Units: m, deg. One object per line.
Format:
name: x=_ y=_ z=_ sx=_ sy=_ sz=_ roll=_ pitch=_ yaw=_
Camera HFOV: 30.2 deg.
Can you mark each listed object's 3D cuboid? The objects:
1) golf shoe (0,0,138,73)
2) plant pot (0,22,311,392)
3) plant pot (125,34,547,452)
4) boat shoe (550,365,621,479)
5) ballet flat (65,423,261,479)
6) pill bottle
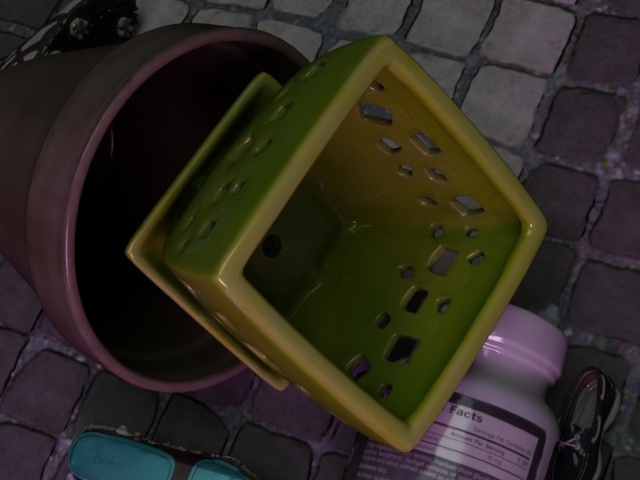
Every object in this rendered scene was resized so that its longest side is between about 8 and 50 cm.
golf shoe: x=-0.313 y=-0.182 z=1.287 sx=0.120 sy=0.105 sz=0.273 roll=32 pitch=79 yaw=33
plant pot: x=-0.183 y=-0.057 z=1.105 sx=0.280 sy=0.323 sz=0.323 roll=20 pitch=74 yaw=40
plant pot: x=0.000 y=0.000 z=0.930 sx=0.207 sy=0.227 sz=0.228 roll=6 pitch=56 yaw=54
boat shoe: x=0.218 y=0.164 z=0.999 sx=0.046 sy=0.038 sz=0.125 roll=0 pitch=50 yaw=47
ballet flat: x=-0.118 y=0.227 z=1.065 sx=0.241 sy=0.077 sz=0.091 roll=22 pitch=76 yaw=21
pill bottle: x=0.102 y=0.193 z=0.970 sx=0.162 sy=0.162 sz=0.278 roll=13 pitch=71 yaw=21
